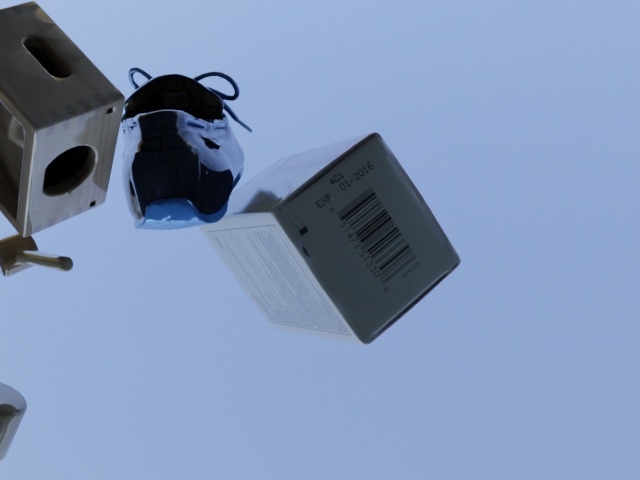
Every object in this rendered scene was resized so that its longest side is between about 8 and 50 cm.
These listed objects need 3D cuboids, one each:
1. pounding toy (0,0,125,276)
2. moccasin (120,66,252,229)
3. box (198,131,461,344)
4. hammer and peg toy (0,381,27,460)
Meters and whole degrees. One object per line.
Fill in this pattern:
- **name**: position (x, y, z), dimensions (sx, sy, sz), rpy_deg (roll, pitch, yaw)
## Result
- **pounding toy**: position (-0.226, -0.057, 0.825), dimensions (0.094, 0.206, 0.181), rpy_deg (-29, -115, -38)
- **moccasin**: position (-0.127, -0.108, 0.963), dimensions (0.137, 0.117, 0.342), rpy_deg (-8, -162, -9)
- **box**: position (0.000, 0.000, 0.951), dimensions (0.127, 0.149, 0.232), rpy_deg (-39, -166, -19)
- **hammer and peg toy**: position (-0.429, 0.066, 0.843), dimensions (0.361, 0.266, 0.127), rpy_deg (29, -83, 6)
